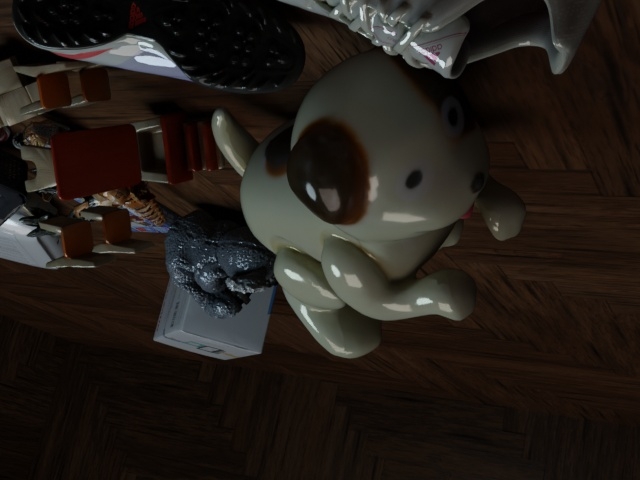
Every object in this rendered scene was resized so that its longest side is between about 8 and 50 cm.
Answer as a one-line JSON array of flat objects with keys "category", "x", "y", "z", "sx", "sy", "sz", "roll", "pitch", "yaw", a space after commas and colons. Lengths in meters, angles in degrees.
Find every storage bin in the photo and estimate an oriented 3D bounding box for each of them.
[{"category": "storage bin", "x": -0.609, "y": -0.106, "z": 1.545, "sx": 0.122, "sy": 0.084, "sz": 0.180, "roll": -34, "pitch": 139, "yaw": 28}]

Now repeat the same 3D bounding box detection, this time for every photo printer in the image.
[{"category": "photo printer", "x": -0.697, "y": -0.042, "z": 1.962, "sx": 0.256, "sy": 0.107, "sz": 0.307, "roll": 14, "pitch": 163, "yaw": 0}]

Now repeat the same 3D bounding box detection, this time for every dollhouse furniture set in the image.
[{"category": "dollhouse furniture set", "x": -0.259, "y": -0.114, "z": 1.198, "sx": 0.135, "sy": 0.262, "sz": 0.259, "roll": 1, "pitch": -167, "yaw": 30}]

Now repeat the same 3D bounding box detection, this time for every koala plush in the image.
[{"category": "koala plush", "x": -0.158, "y": 0.030, "z": 1.657, "sx": 0.221, "sy": 0.196, "sz": 0.203, "roll": 0, "pitch": 149, "yaw": 48}]

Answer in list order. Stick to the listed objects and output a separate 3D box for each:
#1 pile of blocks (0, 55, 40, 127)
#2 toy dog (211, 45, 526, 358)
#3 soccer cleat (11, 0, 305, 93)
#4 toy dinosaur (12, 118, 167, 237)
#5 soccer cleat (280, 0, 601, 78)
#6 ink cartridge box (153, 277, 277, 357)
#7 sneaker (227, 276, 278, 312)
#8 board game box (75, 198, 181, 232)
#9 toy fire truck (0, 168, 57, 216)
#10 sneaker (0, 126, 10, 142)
[{"category": "pile of blocks", "x": -0.497, "y": -0.215, "z": 1.300, "sx": 0.362, "sy": 0.149, "sz": 0.113, "roll": -9, "pitch": 110, "yaw": 33}, {"category": "toy dog", "x": 0.060, "y": -0.082, "z": 1.063, "sx": 0.395, "sy": 0.284, "sz": 0.408, "roll": 48, "pitch": 163, "yaw": 3}, {"category": "soccer cleat", "x": -0.170, "y": -0.230, "z": 0.997, "sx": 0.318, "sy": 0.109, "sz": 0.116, "roll": 10, "pitch": -175, "yaw": 2}, {"category": "toy dinosaur", "x": -0.391, "y": -0.090, "z": 1.526, "sx": 0.218, "sy": 0.164, "sz": 0.322, "roll": -17, "pitch": 127, "yaw": 31}, {"category": "soccer cleat", "x": 0.067, "y": -0.211, "z": 0.762, "sx": 0.331, "sy": 0.143, "sz": 0.116, "roll": 7, "pitch": 162, "yaw": 21}, {"category": "ink cartridge box", "x": -0.248, "y": 0.156, "z": 2.105, "sx": 0.197, "sy": 0.198, "sz": 0.270, "roll": 19, "pitch": 163, "yaw": -20}, {"category": "sneaker", "x": -0.128, "y": 0.091, "z": 1.890, "sx": 0.295, "sy": 0.147, "sz": 0.104, "roll": 9, "pitch": 161, "yaw": 11}, {"category": "board game box", "x": -0.384, "y": -0.066, "z": 1.767, "sx": 0.136, "sy": 0.035, "sz": 0.201, "roll": 3, "pitch": 161, "yaw": 31}, {"category": "toy fire truck", "x": -0.646, "y": -0.056, "z": 1.688, "sx": 0.246, "sy": 0.217, "sz": 0.158, "roll": 12, "pitch": 163, "yaw": 3}, {"category": "sneaker", "x": -0.550, "y": -0.170, "z": 1.500, "sx": 0.042, "sy": 0.067, "sz": 0.118, "roll": 17, "pitch": 163, "yaw": -9}]
